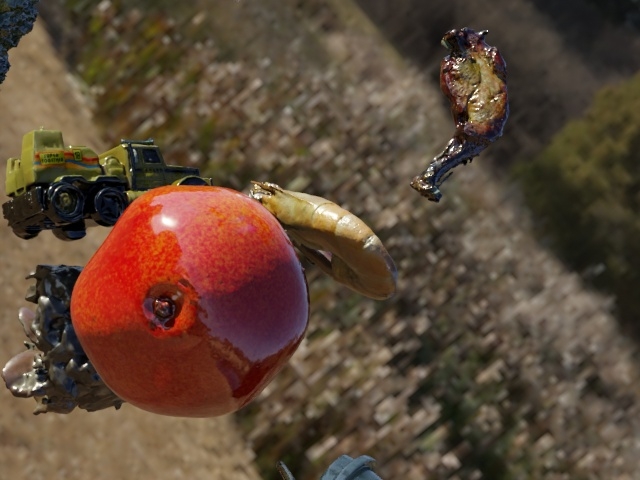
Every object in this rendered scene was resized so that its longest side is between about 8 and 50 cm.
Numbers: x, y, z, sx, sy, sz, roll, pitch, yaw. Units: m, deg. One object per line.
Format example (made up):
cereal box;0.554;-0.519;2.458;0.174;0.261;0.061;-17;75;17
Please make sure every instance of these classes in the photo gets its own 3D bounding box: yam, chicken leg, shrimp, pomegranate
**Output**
yam;-0.043;0.306;2.146;0.014;0.014;0.107;47;-1;-17
chicken leg;0.182;-0.156;2.084;0.106;0.253;0.051;19;-24;-8
shrimp;0.002;-0.003;1.840;0.236;0.053;0.133;28;-19;39
pomegranate;-0.116;0.053;1.548;0.221;0.221;0.257;49;7;-9

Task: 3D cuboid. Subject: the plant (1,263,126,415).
plant;-0.290;0.123;2.078;0.204;0.234;0.178;56;23;-72

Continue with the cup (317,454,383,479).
cup;0.052;0.279;1.546;0.141;0.120;0.120;34;3;16

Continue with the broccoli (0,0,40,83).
broccoli;-0.340;-0.238;1.227;0.283;0.321;0.304;-3;7;-31

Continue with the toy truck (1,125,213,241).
toy truck;-0.261;-0.065;2.056;0.257;0.127;0.127;4;76;-37
